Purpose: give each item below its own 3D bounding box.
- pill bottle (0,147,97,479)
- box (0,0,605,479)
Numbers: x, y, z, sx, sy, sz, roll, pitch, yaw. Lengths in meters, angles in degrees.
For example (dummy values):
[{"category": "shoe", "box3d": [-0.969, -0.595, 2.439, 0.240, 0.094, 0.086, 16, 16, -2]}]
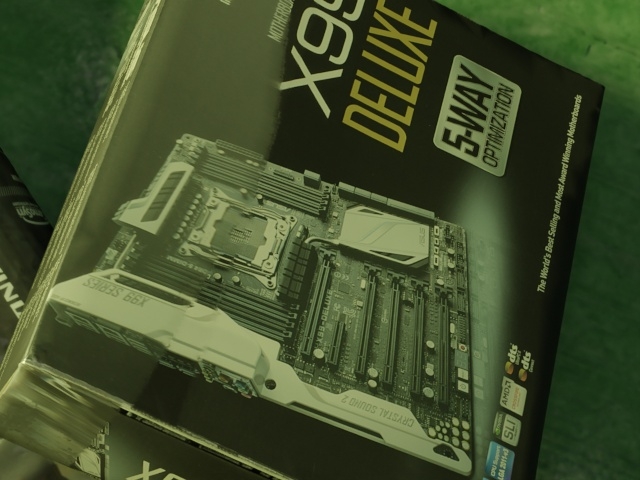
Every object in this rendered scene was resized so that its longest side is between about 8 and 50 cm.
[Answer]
[{"category": "pill bottle", "box3d": [-0.163, 0.062, 0.893, 0.130, 0.130, 0.246, -32, 78, -15]}, {"category": "box", "box3d": [0.000, 0.000, 0.889, 0.242, 0.076, 0.307, 26, 52, -13]}]
